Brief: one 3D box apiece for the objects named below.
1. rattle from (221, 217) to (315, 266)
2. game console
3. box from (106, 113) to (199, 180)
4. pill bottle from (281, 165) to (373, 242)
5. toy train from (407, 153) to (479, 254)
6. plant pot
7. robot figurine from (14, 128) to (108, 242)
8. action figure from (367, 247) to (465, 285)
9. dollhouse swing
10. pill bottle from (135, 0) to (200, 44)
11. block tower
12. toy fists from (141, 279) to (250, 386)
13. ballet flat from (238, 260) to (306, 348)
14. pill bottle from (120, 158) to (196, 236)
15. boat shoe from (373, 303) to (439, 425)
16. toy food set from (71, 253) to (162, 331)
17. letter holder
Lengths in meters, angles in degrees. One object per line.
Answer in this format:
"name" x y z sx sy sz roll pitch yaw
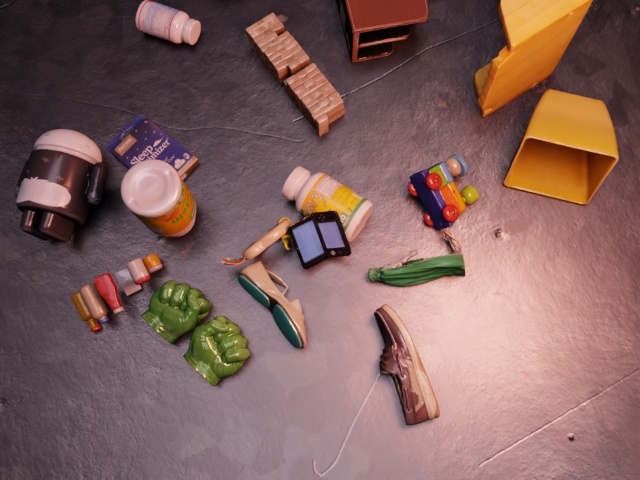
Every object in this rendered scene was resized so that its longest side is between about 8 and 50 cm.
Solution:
"rattle" -0.126 0.046 1.676 0.200 0.130 0.142 -44 115 -35
"game console" 0.000 0.000 1.650 0.107 0.122 0.071 -4 27 34
"box" -0.444 -0.227 1.810 0.225 0.036 0.136 39 80 13
"pill bottle" 0.013 -0.094 1.708 0.208 0.117 0.117 33 78 10
"toy train" 0.335 -0.082 1.712 0.143 0.105 0.248 -32 97 -24
"plant pot" 0.587 -0.240 1.685 0.212 0.212 0.187 14 64 7
"robot figurine" -0.647 -0.138 1.727 0.209 0.173 0.278 15 74 -18
"action figure" 0.227 0.066 1.664 0.232 0.137 0.063 -9 60 9
"dollhouse swing" 0.453 -0.559 1.696 0.315 0.347 0.305 -32 76 -6
"pill bottle" -0.411 -0.587 1.881 0.160 0.087 0.087 21 76 8
"block tower" -0.062 -0.436 1.820 0.097 0.091 0.335 -34 76 -6
"toy fists" -0.293 0.209 1.651 0.279 0.096 0.142 40 79 14
"ballet flat" -0.096 0.148 1.671 0.086 0.086 0.248 -40 75 -8
"pill bottle" -0.374 -0.088 1.658 0.136 0.245 0.136 -1 75 2
"boat shoe" 0.181 0.288 1.604 0.092 0.103 0.285 -22 80 -8
"toy food set" -0.483 0.128 1.677 0.232 0.111 0.104 -27 87 -6
"letter holder" 0.154 -0.659 1.843 0.214 0.152 0.301 -12 74 -3
